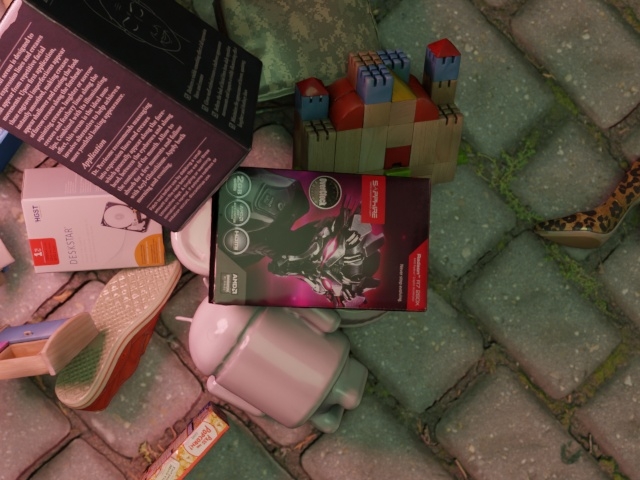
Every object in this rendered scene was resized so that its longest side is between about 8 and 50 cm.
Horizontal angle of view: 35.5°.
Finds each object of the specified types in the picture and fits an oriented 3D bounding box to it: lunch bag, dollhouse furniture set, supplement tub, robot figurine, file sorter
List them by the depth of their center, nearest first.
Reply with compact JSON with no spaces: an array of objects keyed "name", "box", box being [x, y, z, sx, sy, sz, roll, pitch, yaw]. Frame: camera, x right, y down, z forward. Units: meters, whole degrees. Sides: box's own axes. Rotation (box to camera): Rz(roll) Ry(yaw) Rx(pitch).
[{"name":"dollhouse furniture set","box":[-0.563,0.095,1.648,0.198,0.286,0.303,-11,111,26]},{"name":"file sorter","box":[-0.609,-0.177,1.781,0.104,0.118,0.170,34,84,-3]},{"name":"supplement tub","box":[-0.194,-0.007,1.790,0.144,0.200,0.144,0,88,-8]},{"name":"robot figurine","box":[-0.089,0.201,1.799,0.353,0.200,0.300,34,116,-7]},{"name":"lunch bag","box":[-0.034,-0.375,1.836,0.287,0.169,0.235,-14,88,-10]}]

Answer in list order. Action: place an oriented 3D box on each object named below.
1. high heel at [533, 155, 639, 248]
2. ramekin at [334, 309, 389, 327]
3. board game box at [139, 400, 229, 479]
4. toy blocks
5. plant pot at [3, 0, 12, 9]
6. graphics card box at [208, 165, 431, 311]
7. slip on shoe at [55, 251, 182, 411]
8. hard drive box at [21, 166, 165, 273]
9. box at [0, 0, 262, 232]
[{"name":"high heel","box":[0.545,-0.082,1.967,0.261,0.093,0.186,0,71,1]},{"name":"ramekin","box":[0.057,0.030,1.861,0.273,0.127,0.272,0,89,-8]},{"name":"board game box","box":[-0.247,0.382,1.800,0.045,0.147,0.193,43,84,-4]},{"name":"toy blocks","box":[0.103,-0.218,1.770,0.381,0.190,0.261,-9,131,-14]},{"name":"plant pot","box":[-0.467,-0.481,1.757,0.257,0.256,0.274,-4,97,-8]},{"name":"graphics card box","box":[0.000,0.000,1.680,0.371,0.094,0.232,4,88,-11]},{"name":"slip on shoe","box":[-0.358,0.165,1.821,0.123,0.101,0.331,20,72,27]},{"name":"hard drive box","box":[-0.397,-0.039,1.772,0.232,0.181,0.089,-4,44,-7]},{"name":"box","box":[-0.313,-0.253,1.572,0.395,0.293,0.212,33,120,-21]}]
